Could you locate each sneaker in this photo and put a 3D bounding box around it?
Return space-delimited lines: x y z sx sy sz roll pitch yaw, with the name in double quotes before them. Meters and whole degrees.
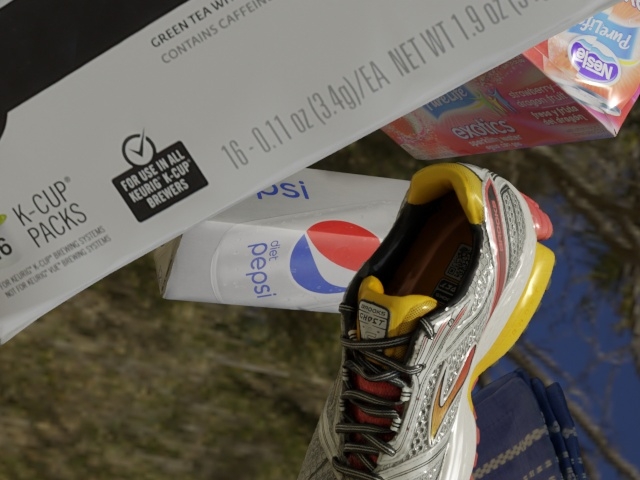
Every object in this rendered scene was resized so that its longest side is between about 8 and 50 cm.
"sneaker" 0.033 0.063 0.769 0.088 0.093 0.225 14 -104 36

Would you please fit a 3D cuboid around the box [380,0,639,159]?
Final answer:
"box" 0.144 -0.172 1.314 0.154 0.142 0.300 -59 -158 -15

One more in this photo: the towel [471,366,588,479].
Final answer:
"towel" 0.067 0.259 0.904 0.243 0.040 0.336 -33 -136 27

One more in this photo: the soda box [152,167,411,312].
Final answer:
"soda box" 0.000 0.000 1.382 0.098 0.286 0.091 -108 -149 -48

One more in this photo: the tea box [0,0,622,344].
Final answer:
"tea box" -0.064 -0.191 0.654 0.329 0.323 0.220 -29 -169 21
